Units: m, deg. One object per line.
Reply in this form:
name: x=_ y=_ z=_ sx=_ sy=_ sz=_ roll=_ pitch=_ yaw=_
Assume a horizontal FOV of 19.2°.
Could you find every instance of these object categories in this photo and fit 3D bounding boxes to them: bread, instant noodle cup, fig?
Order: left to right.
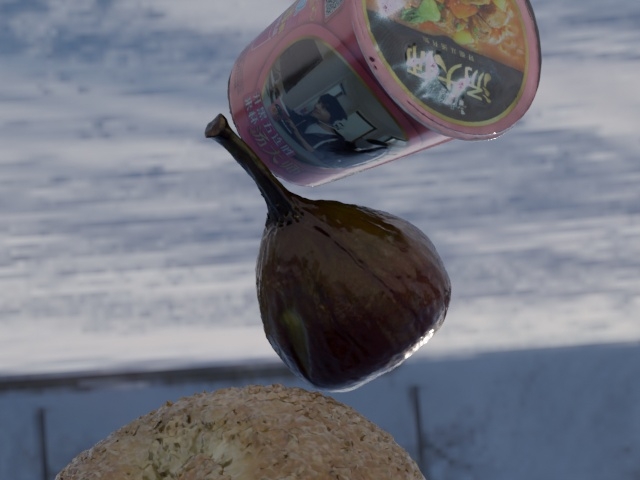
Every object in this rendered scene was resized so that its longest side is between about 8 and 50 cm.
bread: x=-0.068 y=0.193 z=1.150 sx=0.305 sy=0.158 sz=0.305 roll=-19 pitch=-162 yaw=6
fig: x=-0.021 y=0.024 z=1.762 sx=0.290 sy=0.190 sz=0.191 roll=28 pitch=161 yaw=-24
instant noodle cup: x=0.044 y=-0.166 z=1.805 sx=0.244 sy=0.244 sz=0.255 roll=0 pitch=164 yaw=-39
